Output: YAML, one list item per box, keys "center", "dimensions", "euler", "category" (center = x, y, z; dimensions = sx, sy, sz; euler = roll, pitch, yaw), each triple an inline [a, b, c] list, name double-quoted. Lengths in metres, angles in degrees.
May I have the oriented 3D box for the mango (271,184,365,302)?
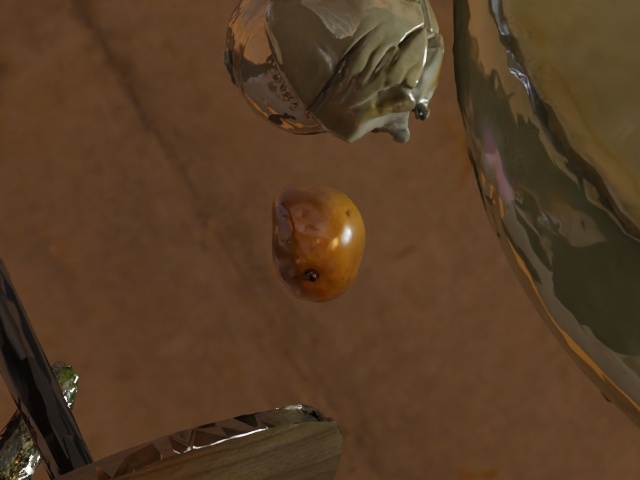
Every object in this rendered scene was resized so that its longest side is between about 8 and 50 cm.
- center: [0.000, 0.000, 1.288]
  dimensions: [0.060, 0.114, 0.080]
  euler: [-3, -81, 6]
  category: "mango"

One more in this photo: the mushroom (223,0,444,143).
- center: [0.003, -0.083, 0.822]
  dimensions: [0.092, 0.223, 0.081]
  euler: [-23, -81, 4]
  category: "mushroom"

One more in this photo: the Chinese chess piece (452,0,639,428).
- center: [0.216, -0.067, 0.621]
  dimensions: [0.349, 0.349, 0.146]
  euler: [28, -18, 20]
  category: "Chinese chess piece"

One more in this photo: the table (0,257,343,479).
- center: [-0.208, 0.116, 0.712]
  dimensions: [0.249, 0.317, 0.317]
  euler: [44, -53, 26]
  category: "table"

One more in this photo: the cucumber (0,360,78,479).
- center: [-0.242, 0.188, 1.423]
  dimensions: [0.044, 0.257, 0.043]
  euler: [28, -32, 5]
  category: "cucumber"
